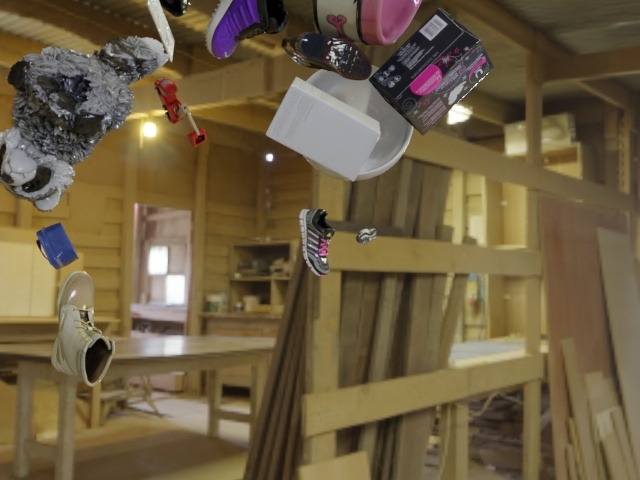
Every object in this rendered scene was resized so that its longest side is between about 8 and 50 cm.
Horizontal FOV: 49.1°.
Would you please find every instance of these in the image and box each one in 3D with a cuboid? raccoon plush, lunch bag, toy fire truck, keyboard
[{"bbox_3d":[-0.501,-0.240,1.509,0.446,0.216,0.299,-31,-17,-50],"label":"raccoon plush"},{"bbox_3d":[-0.578,0.011,1.525,0.065,0.098,0.067,-28,-9,-18],"label":"lunch bag"},{"bbox_3d":[-0.417,-0.383,2.088,0.047,0.192,0.135,-37,45,-25],"label":"toy fire truck"},{"bbox_3d":[-0.414,-0.563,1.826,0.014,0.072,0.256,-4,-18,0],"label":"keyboard"}]

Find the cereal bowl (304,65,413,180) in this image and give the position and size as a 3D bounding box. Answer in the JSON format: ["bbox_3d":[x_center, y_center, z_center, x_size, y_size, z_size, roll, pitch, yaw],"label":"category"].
[{"bbox_3d":[0.084,-0.316,1.956,0.339,0.339,0.141,2,-17,-4],"label":"cereal bowl"}]

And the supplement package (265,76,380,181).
[{"bbox_3d":[0.007,-0.203,1.269,0.179,0.105,0.105,27,19,-7],"label":"supplement package"}]

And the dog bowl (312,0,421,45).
[{"bbox_3d":[0.143,-0.629,1.590,0.150,0.408,0.408,25,2,16],"label":"dog bowl"}]

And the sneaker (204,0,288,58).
[{"bbox_3d":[-0.153,-0.494,1.565,0.146,0.102,0.293,36,-42,-2],"label":"sneaker"}]

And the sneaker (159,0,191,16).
[{"bbox_3d":[-0.484,-0.762,2.017,0.109,0.130,0.286,-39,-55,20],"label":"sneaker"}]

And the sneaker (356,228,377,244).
[{"bbox_3d":[0.134,-0.013,2.178,0.044,0.040,0.109,6,13,30],"label":"sneaker"}]

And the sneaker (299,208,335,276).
[{"bbox_3d":[0.000,0.000,1.667,0.075,0.170,0.063,-18,-13,34],"label":"sneaker"}]

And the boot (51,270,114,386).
[{"bbox_3d":[-0.470,0.173,1.404,0.077,0.213,0.165,11,-3,-41],"label":"boot"}]

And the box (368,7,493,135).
[{"bbox_3d":[0.275,-0.417,1.750,0.163,0.247,0.142,50,9,30],"label":"box"}]

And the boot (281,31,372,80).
[{"bbox_3d":[0.015,-0.428,1.616,0.219,0.082,0.106,15,6,-39],"label":"boot"}]
